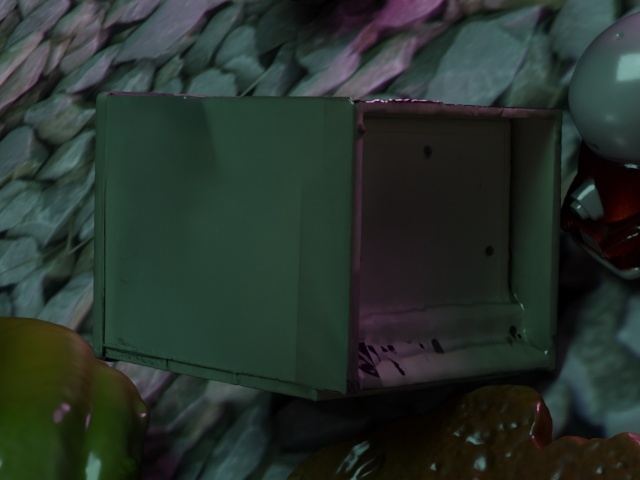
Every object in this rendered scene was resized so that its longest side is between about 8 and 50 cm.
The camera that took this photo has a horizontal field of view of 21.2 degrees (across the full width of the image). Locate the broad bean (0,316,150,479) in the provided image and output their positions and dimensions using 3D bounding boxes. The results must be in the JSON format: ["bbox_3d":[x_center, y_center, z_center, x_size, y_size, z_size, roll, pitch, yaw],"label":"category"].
[{"bbox_3d":[-0.220,0.146,1.017,0.291,0.119,0.238,4,54,49],"label":"broad bean"}]

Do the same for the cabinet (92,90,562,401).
[{"bbox_3d":[0.000,0.000,0.885,0.206,0.145,0.150,6,96,49],"label":"cabinet"}]

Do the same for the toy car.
[{"bbox_3d":[0.171,-0.059,0.854,0.139,0.112,0.112,-43,33,-2],"label":"toy car"}]

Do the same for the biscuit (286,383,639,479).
[{"bbox_3d":[0.039,0.169,0.787,0.290,0.041,0.208,-29,39,21],"label":"biscuit"}]
